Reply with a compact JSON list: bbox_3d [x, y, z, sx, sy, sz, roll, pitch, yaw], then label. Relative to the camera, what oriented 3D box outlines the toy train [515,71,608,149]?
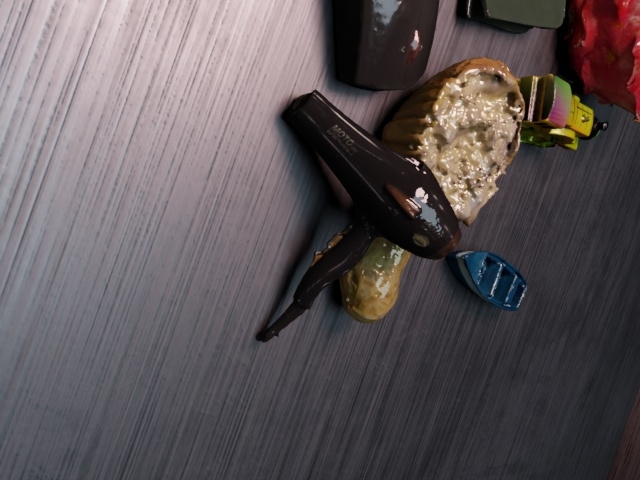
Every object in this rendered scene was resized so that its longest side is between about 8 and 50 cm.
[{"bbox_3d":[0.452,-0.246,1.116,0.296,0.160,0.100,6,93,-44],"label":"toy train"}]

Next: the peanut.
[{"bbox_3d":[0.093,0.022,0.914,0.103,0.098,0.229,19,87,-66],"label":"peanut"}]

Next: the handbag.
[{"bbox_3d":[0.350,-0.504,0.990,0.260,0.079,0.247,-10,110,-40],"label":"handbag"}]

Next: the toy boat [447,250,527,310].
[{"bbox_3d":[0.352,0.077,1.197,0.299,0.061,0.096,29,84,-45],"label":"toy boat"}]

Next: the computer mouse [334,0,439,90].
[{"bbox_3d":[0.104,-0.350,0.796,0.170,0.100,0.269,-20,117,-35],"label":"computer mouse"}]

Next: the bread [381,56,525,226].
[{"bbox_3d":[0.222,-0.166,0.934,0.274,0.149,0.274,-23,125,-37],"label":"bread"}]

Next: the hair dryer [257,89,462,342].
[{"bbox_3d":[0.000,0.000,0.806,0.303,0.120,0.359,39,96,-15],"label":"hair dryer"}]

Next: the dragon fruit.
[{"bbox_3d":[0.661,-0.438,1.192,0.371,0.249,0.386,-55,139,-36],"label":"dragon fruit"}]
